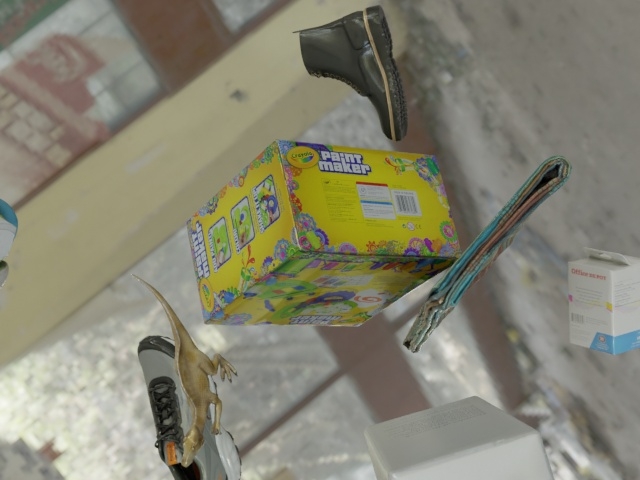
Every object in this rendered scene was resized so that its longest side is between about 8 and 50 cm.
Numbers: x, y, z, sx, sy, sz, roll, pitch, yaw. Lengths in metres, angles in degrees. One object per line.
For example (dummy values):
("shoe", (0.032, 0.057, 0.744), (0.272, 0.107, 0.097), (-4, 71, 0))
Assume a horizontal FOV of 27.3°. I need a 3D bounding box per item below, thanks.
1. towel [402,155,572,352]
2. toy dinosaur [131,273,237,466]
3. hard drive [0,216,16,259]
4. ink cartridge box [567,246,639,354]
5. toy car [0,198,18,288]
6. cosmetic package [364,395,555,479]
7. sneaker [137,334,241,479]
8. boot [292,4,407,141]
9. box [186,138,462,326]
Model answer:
("towel", (0.228, 0.030, 1.864), (0.040, 0.271, 0.370), (41, 167, 8))
("toy dinosaur", (-0.118, 0.115, 1.214), (0.092, 0.053, 0.183), (40, -148, -70))
("hard drive", (-0.499, -0.071, 1.275), (0.353, 0.047, 0.233), (28, -164, 27))
("ink cartridge box", (0.423, 0.081, 1.916), (0.092, 0.089, 0.143), (14, 110, 55))
("toy car", (-0.483, -0.013, 1.746), (0.136, 0.182, 0.159), (-59, -38, -65))
("cosmetic package", (0.163, 0.316, 1.469), (0.453, 0.161, 0.230), (119, 135, -88))
("sneaker", (-0.209, 0.270, 1.981), (0.100, 0.108, 0.272), (-19, 96, 37))
("boot", (0.047, -0.233, 1.934), (0.077, 0.137, 0.198), (-37, -66, -74))
("box", (0.000, 0.000, 1.961), (0.279, 0.289, 0.177), (-38, 58, 47))
